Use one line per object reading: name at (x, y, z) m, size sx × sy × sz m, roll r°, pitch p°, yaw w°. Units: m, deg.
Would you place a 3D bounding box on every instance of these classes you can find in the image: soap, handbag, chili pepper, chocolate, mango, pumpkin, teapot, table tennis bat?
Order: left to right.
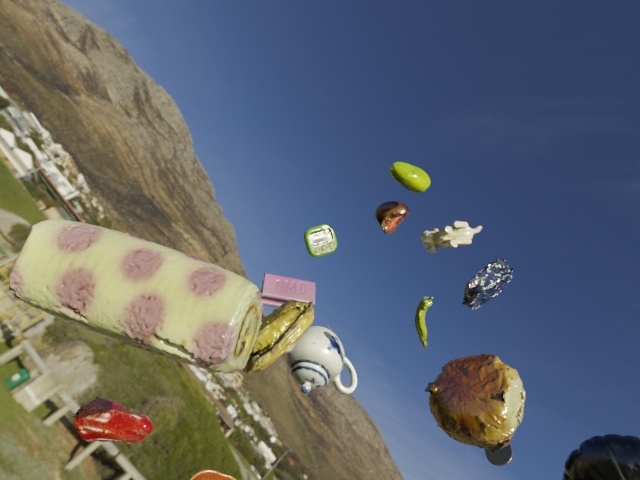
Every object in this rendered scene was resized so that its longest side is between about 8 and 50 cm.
chili pepper at (-0.572, 0.539, 1.159) m, size 0.253 × 0.136 × 0.144 m, roll -2°, pitch -81°, yaw 25°
soap at (-0.123, 0.197, 1.514) m, size 0.203 × 0.122 × 0.065 m, roll 11°, pitch -52°, yaw -10°
teapot at (-0.028, 0.515, 1.690) m, size 0.424 × 0.280 × 0.252 m, roll 31°, pitch -48°, yaw -10°
chocolate at (0.299, -0.103, 1.649) m, size 0.127 × 0.133 × 0.124 m, roll 62°, pitch 7°, yaw -3°
mango at (0.334, -0.232, 1.493) m, size 0.089 × 0.163 × 0.117 m, roll -59°, pitch -152°, yaw 32°
chili pepper at (0.346, 0.274, 1.368) m, size 0.043 × 0.049 × 0.208 m, roll -110°, pitch -161°, yaw -64°
handbag at (0.720, 0.190, 1.736) m, size 0.113 × 0.260 × 0.162 m, roll 44°, pitch -23°, yaw 38°
table tennis bat at (0.606, 0.696, 1.378) m, size 0.087 × 0.156 × 0.013 m, roll -21°, pitch -66°, yaw 25°
pumpkin at (0.490, 0.405, 0.630) m, size 0.194 × 0.194 × 0.150 m, roll 50°, pitch 7°, yaw 2°

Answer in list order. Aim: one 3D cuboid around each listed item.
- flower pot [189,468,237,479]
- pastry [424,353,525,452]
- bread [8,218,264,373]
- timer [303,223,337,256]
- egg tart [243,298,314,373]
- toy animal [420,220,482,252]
flower pot at (-0.294, 0.704, 0.986) m, size 0.191 × 0.191 × 0.173 m, roll 39°, pitch -64°, yaw 19°
pastry at (0.360, 0.367, 0.920) m, size 0.100 × 0.218 × 0.229 m, roll 57°, pitch 13°, yaw -20°
bread at (-0.265, 0.087, 0.626) m, size 0.338 × 0.155 × 0.187 m, roll 17°, pitch -20°, yaw 4°
timer at (0.000, 0.000, 1.717) m, size 0.047 × 0.140 × 0.128 m, roll -12°, pitch -85°, yaw 66°
egg tart at (-0.131, 0.257, 1.141) m, size 0.095 × 0.279 × 0.279 m, roll 50°, pitch -31°, yaw -6°
toy animal at (0.498, -0.013, 1.547) m, size 0.185 × 0.184 × 0.104 m, roll -35°, pitch -111°, yaw 62°
